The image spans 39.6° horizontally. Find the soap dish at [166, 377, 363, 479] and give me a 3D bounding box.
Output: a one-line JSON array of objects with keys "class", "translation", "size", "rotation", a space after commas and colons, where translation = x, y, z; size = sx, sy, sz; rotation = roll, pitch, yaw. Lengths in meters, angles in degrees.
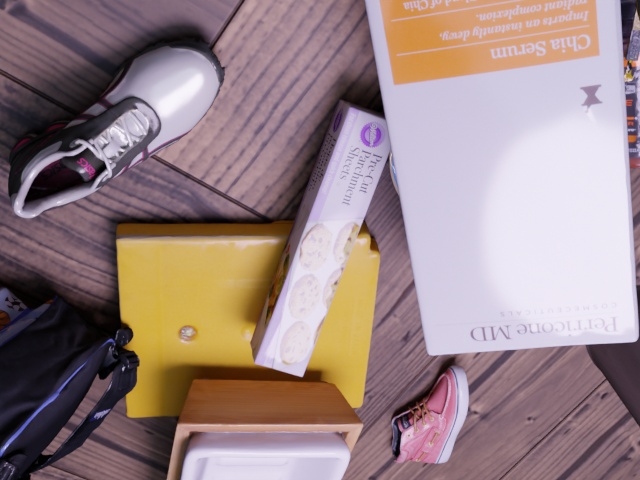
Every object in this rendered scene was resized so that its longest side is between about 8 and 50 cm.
[{"class": "soap dish", "translation": [-0.089, 0.295, 1.178], "size": [0.229, 0.118, 0.291], "rotation": [3, 138, -13]}]

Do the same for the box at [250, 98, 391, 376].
[{"class": "box", "translation": [0.000, 0.000, 1.034], "size": [0.067, 0.063, 0.324], "rotation": [18, 103, -15]}]

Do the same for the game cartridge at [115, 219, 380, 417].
[{"class": "game cartridge", "translation": [-0.093, 0.104, 1.146], "size": [0.324, 0.052, 0.285], "rotation": [-1, 122, -10]}]

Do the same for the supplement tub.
[{"class": "supplement tub", "translation": [0.353, -0.187, 0.988], "size": [0.106, 0.106, 0.197], "rotation": [-15, 122, 2]}]

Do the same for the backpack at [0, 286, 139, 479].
[{"class": "backpack", "translation": [-0.393, 0.208, 1.051], "size": [0.213, 0.276, 0.263], "rotation": [37, 124, 8]}]

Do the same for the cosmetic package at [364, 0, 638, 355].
[{"class": "cosmetic package", "translation": [0.191, -0.117, 0.915], "size": [0.230, 0.161, 0.453], "rotation": [-7, 116, 14]}]

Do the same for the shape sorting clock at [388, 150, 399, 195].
[{"class": "shape sorting clock", "translation": [0.182, -0.105, 1.053], "size": [0.206, 0.040, 0.206], "rotation": [-3, 122, -5]}]

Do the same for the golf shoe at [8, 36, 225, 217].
[{"class": "golf shoe", "translation": [-0.216, -0.110, 0.953], "size": [0.273, 0.120, 0.105], "rotation": [-33, 118, 11]}]

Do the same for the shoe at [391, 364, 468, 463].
[{"class": "shoe", "translation": [0.152, 0.251, 1.256], "size": [0.081, 0.063, 0.178], "rotation": [0, 126, -13]}]

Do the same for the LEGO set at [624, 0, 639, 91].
[{"class": "LEGO set", "translation": [0.431, -0.178, 0.888], "size": [0.255, 0.192, 0.331], "rotation": [-16, 124, 23]}]

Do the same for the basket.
[{"class": "basket", "translation": [0.472, 0.196, 1.170], "size": [0.154, 0.227, 0.204], "rotation": [-40, 118, 16]}]
